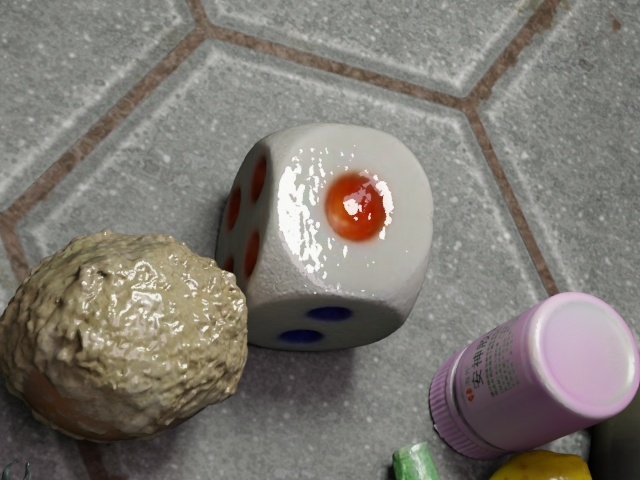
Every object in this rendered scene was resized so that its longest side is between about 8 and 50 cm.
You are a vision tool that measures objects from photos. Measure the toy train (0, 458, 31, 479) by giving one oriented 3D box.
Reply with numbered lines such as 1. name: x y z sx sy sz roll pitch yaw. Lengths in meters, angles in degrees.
1. toy train: -0.442 0.431 1.386 0.249 0.178 0.429 18 76 -1

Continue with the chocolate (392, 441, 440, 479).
1. chocolate: 0.160 0.421 1.751 0.110 0.110 0.291 -6 69 -27

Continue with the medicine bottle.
1. medicine bottle: 0.292 0.196 1.789 0.178 0.290 0.178 9 66 -22

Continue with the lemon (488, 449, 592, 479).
1. lemon: 0.297 0.385 1.778 0.170 0.170 0.207 36 82 -8

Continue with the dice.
1. dice: 0.000 0.000 1.760 0.243 0.251 0.259 10 65 -20

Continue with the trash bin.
1. trash bin: 0.488 0.361 1.867 0.252 0.203 0.302 4 61 15

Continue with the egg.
1. egg: -0.244 0.122 1.590 0.310 0.279 0.279 -10 74 -27
